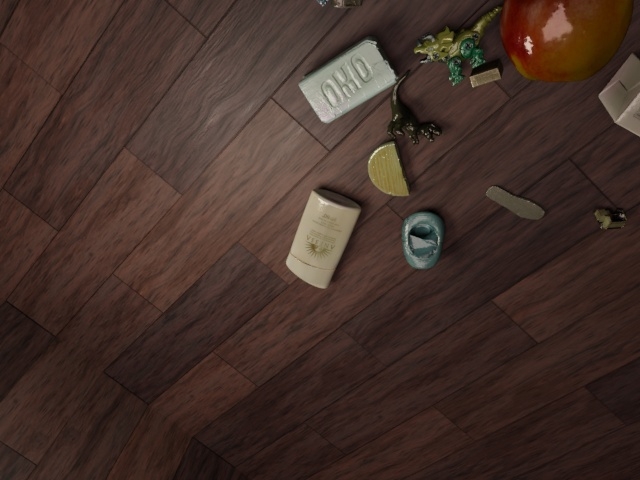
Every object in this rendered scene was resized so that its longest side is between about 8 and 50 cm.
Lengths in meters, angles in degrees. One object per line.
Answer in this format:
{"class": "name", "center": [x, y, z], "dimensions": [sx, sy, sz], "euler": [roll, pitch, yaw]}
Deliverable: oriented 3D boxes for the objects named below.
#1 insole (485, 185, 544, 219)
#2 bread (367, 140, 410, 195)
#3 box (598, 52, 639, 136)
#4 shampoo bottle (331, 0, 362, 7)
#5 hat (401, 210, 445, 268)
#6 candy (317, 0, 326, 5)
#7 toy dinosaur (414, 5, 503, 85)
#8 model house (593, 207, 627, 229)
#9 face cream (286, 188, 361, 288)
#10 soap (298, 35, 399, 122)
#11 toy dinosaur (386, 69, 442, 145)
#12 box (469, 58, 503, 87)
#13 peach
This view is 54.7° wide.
{"class": "insole", "center": [0.599, -0.114, 1.905], "dimensions": [0.192, 0.010, 0.063], "euler": [26, 122, -3]}
{"class": "bread", "center": [0.204, -0.217, 1.921], "dimensions": [0.112, 0.036, 0.192], "euler": [-8, 122, 23]}
{"class": "box", "center": [0.915, -0.313, 1.580], "dimensions": [0.341, 0.225, 0.143], "euler": [29, 122, -5]}
{"class": "shampoo bottle", "center": [0.075, -0.729, 1.612], "dimensions": [0.086, 0.056, 0.227], "euler": [-8, 124, -18]}
{"class": "hat", "center": [0.329, -0.007, 2.000], "dimensions": [0.138, 0.078, 0.190], "euler": [3, 103, 2]}
{"class": "candy", "center": [-0.014, -0.707, 1.666], "dimensions": [0.136, 0.038, 0.088], "euler": [37, 126, -22]}
{"class": "toy dinosaur", "center": [0.391, -0.528, 1.658], "dimensions": [0.259, 0.094, 0.153], "euler": [-27, 116, 17]}
{"class": "model house", "center": [0.865, -0.061, 1.857], "dimensions": [0.083, 0.057, 0.058], "euler": [-5, 149, -5]}
{"class": "face cream", "center": [0.000, 0.000, 2.073], "dimensions": [0.174, 0.081, 0.348], "euler": [22, 123, -1]}
{"class": "soap", "center": [0.083, -0.458, 1.764], "dimensions": [0.261, 0.094, 0.150], "euler": [-26, 112, 26]}
{"class": "toy dinosaur", "center": [0.274, -0.377, 1.816], "dimensions": [0.187, 0.087, 0.178], "euler": [23, 88, -20]}
{"class": "box", "center": [0.452, -0.456, 1.684], "dimensions": [0.079, 0.083, 0.035], "euler": [-13, 116, 29]}
{"class": "peach", "center": [0.585, -0.546, 1.476], "dimensions": [0.308, 0.308, 0.332], "euler": [10, 119, 7]}
